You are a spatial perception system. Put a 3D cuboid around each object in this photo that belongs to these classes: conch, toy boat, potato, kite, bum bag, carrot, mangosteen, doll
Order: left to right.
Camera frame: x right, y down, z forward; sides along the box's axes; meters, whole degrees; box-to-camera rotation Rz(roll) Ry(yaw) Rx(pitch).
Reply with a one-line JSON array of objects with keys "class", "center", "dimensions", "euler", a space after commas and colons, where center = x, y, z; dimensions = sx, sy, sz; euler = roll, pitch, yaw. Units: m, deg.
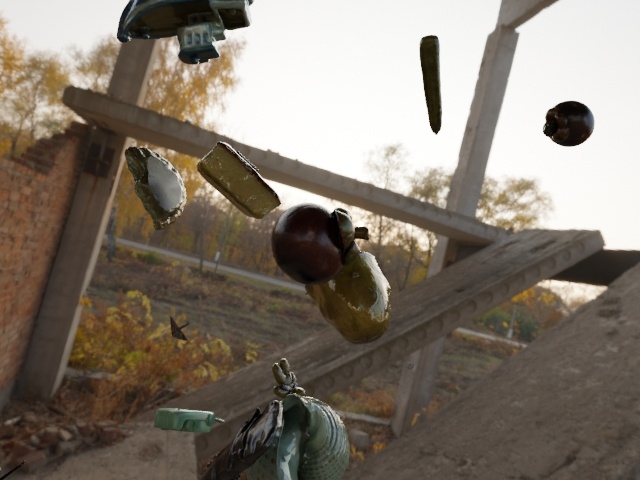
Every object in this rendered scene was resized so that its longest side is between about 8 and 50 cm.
[{"class": "kite", "center": [-0.621, 0.385, 1.883], "dimensions": [0.137, 0.152, 0.005], "euler": [51, 31, 6]}, {"class": "toy boat", "center": [-0.200, -0.324, 0.648], "dimensions": [0.215, 0.102, 0.088], "euler": [-7, 0, 0]}, {"class": "bum bag", "center": [-0.163, 0.425, 0.851], "dimensions": [0.060, 0.248, 0.123], "euler": [39, 19, -5]}, {"class": "doll", "center": [-0.115, 0.556, 1.630], "dimensions": [0.097, 0.210, 0.137], "euler": [-21, 2, 23]}, {"class": "conch", "center": [-0.071, 0.507, 1.018], "dimensions": [0.215, 0.303, 0.319], "euler": [-17, -61, 27]}, {"class": "mangosteen", "center": [0.000, 0.000, 0.862], "dimensions": [0.199, 0.200, 0.200], "euler": [15, -4, 1]}, {"class": "potato", "center": [0.119, 0.244, 1.513], "dimensions": [0.289, 0.296, 0.397], "euler": [-17, -30, -7]}, {"class": "carrot", "center": [0.403, -0.549, 1.545], "dimensions": [0.074, 0.074, 0.359], "euler": [12, -49, 35]}, {"class": "mangosteen", "center": [0.668, -0.316, 1.171], "dimensions": [0.140, 0.140, 0.140], "euler": [15, -4, 1]}]

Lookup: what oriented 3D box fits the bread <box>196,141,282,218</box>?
[{"class": "bread", "center": [-0.328, -0.228, 1.692], "dimensions": [0.323, 0.143, 0.333], "euler": [44, -8, -19]}]

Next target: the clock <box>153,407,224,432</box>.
[{"class": "clock", "center": [-0.389, 0.543, 1.291], "dimensions": [0.188, 0.060, 0.148], "euler": [23, -29, -37]}]

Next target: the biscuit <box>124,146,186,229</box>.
[{"class": "biscuit", "center": [-0.657, -0.224, 1.710], "dimensions": [0.078, 0.329, 0.335], "euler": [-20, -51, 19]}]

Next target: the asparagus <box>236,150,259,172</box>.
[{"class": "asparagus", "center": [-0.297, -0.322, 1.761], "dimensions": [0.016, 0.013, 0.166], "euler": [47, 3, 32]}]

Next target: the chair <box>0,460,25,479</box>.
[{"class": "chair", "center": [-0.810, 0.537, 0.966], "dimensions": [0.246, 0.172, 0.158], "euler": [-28, -59, 35]}]
